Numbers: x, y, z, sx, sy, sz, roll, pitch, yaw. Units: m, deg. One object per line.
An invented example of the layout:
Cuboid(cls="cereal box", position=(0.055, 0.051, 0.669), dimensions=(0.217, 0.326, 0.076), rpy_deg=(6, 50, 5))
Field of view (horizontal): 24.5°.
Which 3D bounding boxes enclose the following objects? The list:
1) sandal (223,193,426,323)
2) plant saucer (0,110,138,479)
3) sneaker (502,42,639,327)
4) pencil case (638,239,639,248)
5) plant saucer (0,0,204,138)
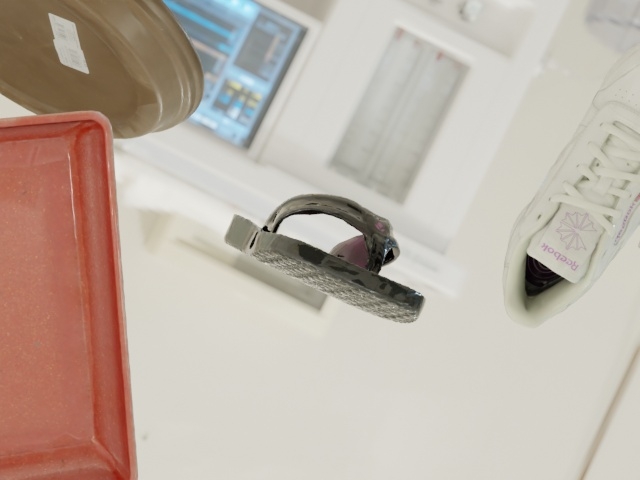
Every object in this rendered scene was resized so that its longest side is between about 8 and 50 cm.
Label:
Cuboid(cls="sandal", position=(-0.002, -0.001, 1.716), dimensions=(0.167, 0.107, 0.446), rpy_deg=(27, 177, -23))
Cuboid(cls="plant saucer", position=(-0.250, 0.051, 0.900), dimensions=(0.258, 0.259, 0.048), rpy_deg=(-7, -159, -14))
Cuboid(cls="sneaker", position=(0.258, -0.041, 1.308), dimensions=(0.114, 0.305, 0.152), rpy_deg=(30, -148, 3))
Cuboid(cls="pencil case", position=(0.257, -0.081, 0.763), dimensions=(0.133, 0.306, 0.119), rpy_deg=(6, 146, 29))
Cuboid(cls="plant saucer", position=(-0.222, -0.168, 1.170), dimensions=(0.278, 0.041, 0.278), rpy_deg=(23, 155, 11))
